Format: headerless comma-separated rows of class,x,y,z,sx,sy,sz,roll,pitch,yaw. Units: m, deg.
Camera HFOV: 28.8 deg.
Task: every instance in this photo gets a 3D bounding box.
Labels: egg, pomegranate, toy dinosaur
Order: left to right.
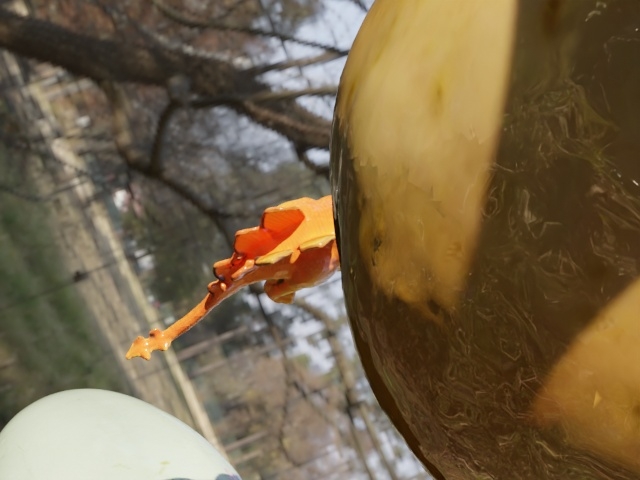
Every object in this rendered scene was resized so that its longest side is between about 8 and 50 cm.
egg,-0.169,0.253,1.036,0.371,0.230,0.230,41,-28,50
toy dinosaur,0.000,0.000,0.803,0.117,0.288,0.070,107,-42,-77
pomegranate,0.206,-0.027,0.474,0.411,0.411,0.411,159,-90,-81
